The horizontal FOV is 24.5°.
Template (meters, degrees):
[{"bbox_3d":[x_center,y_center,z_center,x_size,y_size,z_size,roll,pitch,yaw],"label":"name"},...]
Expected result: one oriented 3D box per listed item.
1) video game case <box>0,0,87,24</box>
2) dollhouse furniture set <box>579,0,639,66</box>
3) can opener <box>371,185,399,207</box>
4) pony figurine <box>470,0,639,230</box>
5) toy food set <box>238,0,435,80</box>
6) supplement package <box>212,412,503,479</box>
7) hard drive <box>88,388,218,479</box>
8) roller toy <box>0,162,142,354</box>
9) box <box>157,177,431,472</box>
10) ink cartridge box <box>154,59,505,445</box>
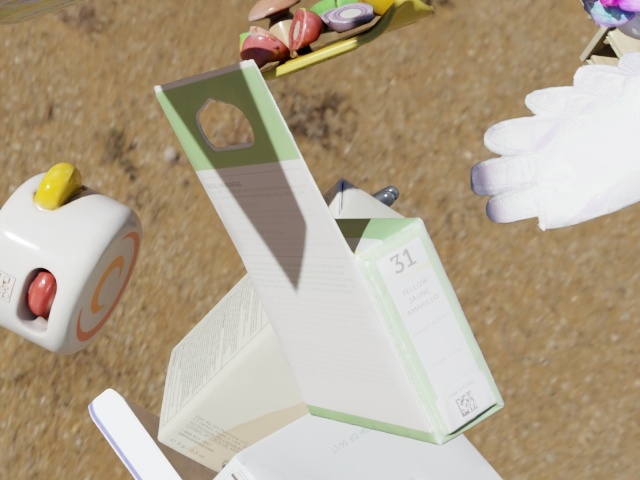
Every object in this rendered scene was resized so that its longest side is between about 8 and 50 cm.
[{"bbox_3d":[-0.260,-0.194,1.143,0.206,0.227,0.026,-13,94,-44],"label":"video game case"},{"bbox_3d":[0.395,-0.248,1.752,0.161,0.101,0.182,-24,76,-18],"label":"dollhouse furniture set"},{"bbox_3d":[0.035,-0.019,2.072,0.073,0.186,0.059,48,18,-12],"label":"can opener"},{"bbox_3d":[0.277,-0.200,1.178,0.351,0.303,0.363,-8,32,7],"label":"pony figurine"},{"bbox_3d":[-0.010,-0.196,1.322,0.217,0.128,0.071,-19,99,13],"label":"toy food set"},{"bbox_3d":[0.031,0.264,1.329,0.204,0.145,0.262,50,37,14],"label":"supplement package"},{"bbox_3d":[-0.150,0.289,1.712,0.040,0.319,0.210,-39,71,-2],"label":"hard drive"},{"bbox_3d":[-0.313,0.023,1.725,0.146,0.209,0.191,26,73,8],"label":"roller toy"},{"bbox_3d":[-0.028,0.098,1.508,0.121,0.311,0.148,31,36,-21],"label":"box"},{"bbox_3d":[0.000,0.000,0.859,0.056,0.171,0.235,-28,102,-22],"label":"ink cartridge box"}]
